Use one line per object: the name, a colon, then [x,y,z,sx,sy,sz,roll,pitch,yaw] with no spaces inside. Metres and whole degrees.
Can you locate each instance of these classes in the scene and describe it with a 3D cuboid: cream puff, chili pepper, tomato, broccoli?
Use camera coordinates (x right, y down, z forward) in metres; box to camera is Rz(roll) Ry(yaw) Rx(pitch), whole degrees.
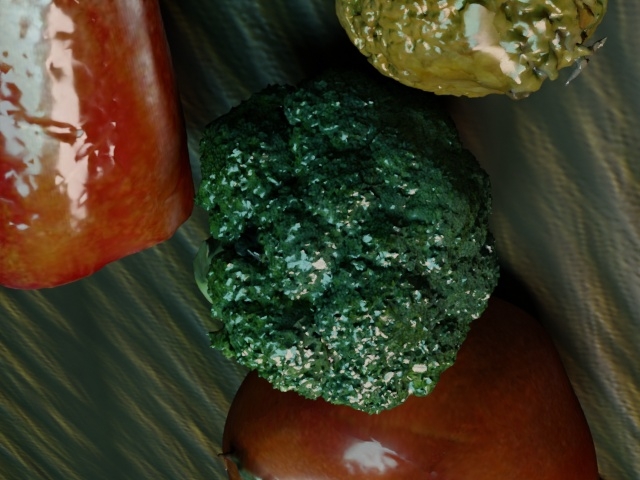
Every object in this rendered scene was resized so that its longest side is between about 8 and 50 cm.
cream puff: [0.098,-0.165,0.780,0.189,0.129,0.189,11,141,9]
chili pepper: [-0.220,-0.146,0.869,0.251,0.229,0.305,37,137,38]
tomato: [0.087,0.199,1.081,0.341,0.273,0.341,21,134,24]
broccoli: [0.000,0.000,0.898,0.270,0.270,0.270,40,144,-25]
